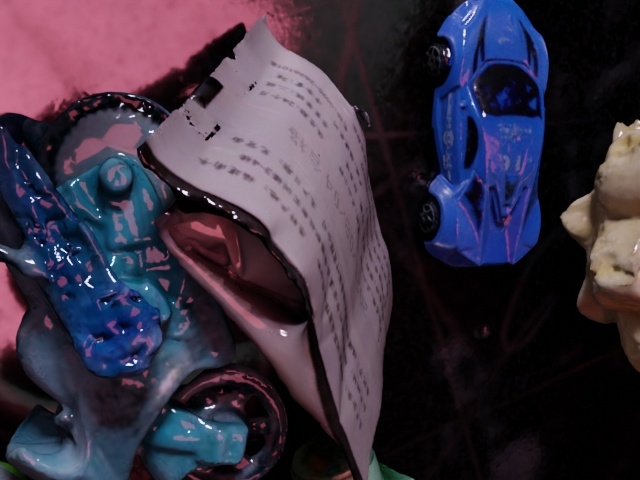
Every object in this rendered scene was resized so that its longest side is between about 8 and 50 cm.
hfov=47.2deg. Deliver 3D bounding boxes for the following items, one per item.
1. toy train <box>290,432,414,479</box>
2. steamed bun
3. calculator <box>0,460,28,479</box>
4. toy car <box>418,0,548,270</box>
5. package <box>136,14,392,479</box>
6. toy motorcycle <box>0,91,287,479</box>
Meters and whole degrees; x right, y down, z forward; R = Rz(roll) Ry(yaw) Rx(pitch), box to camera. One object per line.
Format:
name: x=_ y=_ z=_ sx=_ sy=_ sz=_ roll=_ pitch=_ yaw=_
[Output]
toy train: x=0.012 y=0.293 z=0.521 sx=0.238 sy=0.167 sz=0.298 roll=-27 pitch=110 yaw=-30
steamed bun: x=0.337 y=-0.013 z=0.648 sx=0.292 sy=0.137 sz=0.295 roll=16 pitch=87 yaw=-26
calculator: x=-0.283 y=0.227 z=0.459 sx=0.235 sy=0.032 sz=0.146 roll=-35 pitch=113 yaw=-14
toy car: x=0.135 y=-0.081 z=0.577 sx=0.103 sy=0.063 sz=0.216 roll=-2 pitch=101 yaw=-24
package: x=0.000 y=0.000 z=0.463 sx=0.062 sy=0.203 sz=0.250 roll=-17 pitch=118 yaw=25
toy motorcycle: x=-0.143 y=0.050 z=0.428 sx=0.206 sy=0.154 sz=0.260 roll=-18 pitch=101 yaw=-11
